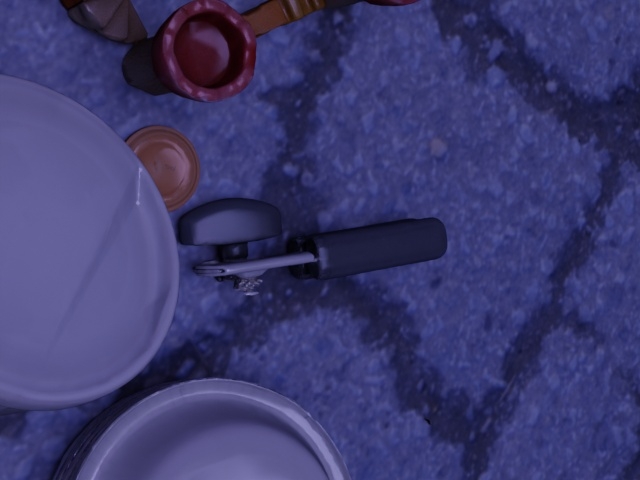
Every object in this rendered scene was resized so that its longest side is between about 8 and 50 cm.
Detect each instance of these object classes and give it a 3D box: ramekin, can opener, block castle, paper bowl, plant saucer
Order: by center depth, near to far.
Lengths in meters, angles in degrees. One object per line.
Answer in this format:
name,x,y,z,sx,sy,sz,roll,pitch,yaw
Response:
ramekin,-0.256,0.015,0.837,0.273,0.127,0.273,24,52,-34
block castle,-0.108,-0.367,0.901,0.303,0.213,0.453,-31,107,-24
paper bowl,-0.095,0.264,0.944,0.284,0.148,0.284,6,78,-27
plant saucer,-0.152,-0.067,1.003,0.083,0.013,0.083,-2,94,-30
can opener,0.000,0.000,1.056,0.280,0.074,0.093,-4,93,-29
